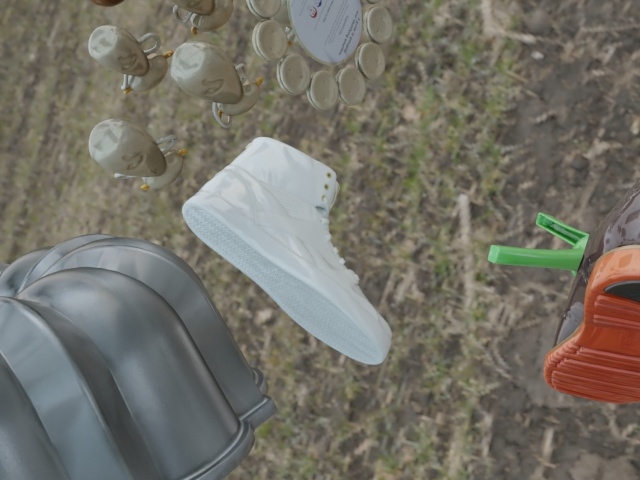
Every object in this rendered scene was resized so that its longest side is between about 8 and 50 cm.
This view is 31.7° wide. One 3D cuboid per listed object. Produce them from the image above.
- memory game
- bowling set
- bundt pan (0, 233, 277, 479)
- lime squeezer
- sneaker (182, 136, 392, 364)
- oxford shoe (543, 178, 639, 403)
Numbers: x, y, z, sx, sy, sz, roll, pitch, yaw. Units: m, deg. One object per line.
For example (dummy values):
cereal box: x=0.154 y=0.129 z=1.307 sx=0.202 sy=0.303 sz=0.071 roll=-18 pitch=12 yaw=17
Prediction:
memory game: x=0.002 y=-0.210 z=1.031 sx=0.012 sy=0.186 sz=0.186 roll=-3 pitch=70 yaw=45
bowling set: x=-0.141 y=-0.209 z=1.149 sx=0.287 sy=0.154 sz=0.200 roll=-37 pitch=74 yaw=8
bundt pan: x=-0.199 y=0.091 z=0.634 sx=0.331 sy=0.331 sz=0.124 roll=0 pitch=112 yaw=58
lime squeezer: x=0.233 y=0.003 z=1.020 sx=0.058 sy=0.110 sz=0.310 roll=-60 pitch=-13 yaw=15
sneaker: x=0.000 y=0.000 z=1.334 sx=0.169 sy=0.292 sz=0.108 roll=-50 pitch=4 yaw=-32
oxford shoe: x=0.233 y=0.050 z=0.861 sx=0.271 sy=0.097 sz=0.098 roll=93 pitch=-170 yaw=-62
